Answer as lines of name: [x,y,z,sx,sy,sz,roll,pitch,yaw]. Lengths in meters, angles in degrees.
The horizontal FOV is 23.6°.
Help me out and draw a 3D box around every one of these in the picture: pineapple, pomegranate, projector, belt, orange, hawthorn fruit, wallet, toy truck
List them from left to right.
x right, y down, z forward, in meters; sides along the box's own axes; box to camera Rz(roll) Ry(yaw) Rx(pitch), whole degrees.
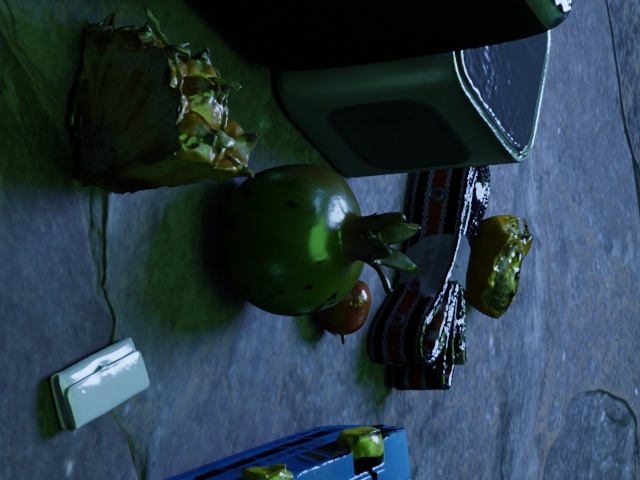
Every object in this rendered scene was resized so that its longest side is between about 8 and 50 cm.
wallet: [-0.222,0.144,1.546,0.122,0.025,0.061,-28,104,-55]
pineapple: [-0.172,-0.122,1.536,0.114,0.236,0.186,21,108,-50]
toy truck: [-0.040,0.305,1.688,0.385,0.162,0.161,-12,97,-56]
pomegranate: [0.000,0.000,1.725,0.181,0.224,0.181,1,90,-65]
hawthorn fruit: [0.029,0.081,1.905,0.077,0.077,0.077,8,80,-57]
projector: [0.027,-0.387,1.633,0.395,0.405,0.242,41,53,-47]
projector: [0.121,-0.232,1.911,0.248,0.249,0.248,45,49,-47]
belt: [0.158,0.031,2.088,0.126,0.094,0.359,42,53,-47]
orange: [0.245,0.032,2.199,0.170,0.112,0.160,70,36,-59]
